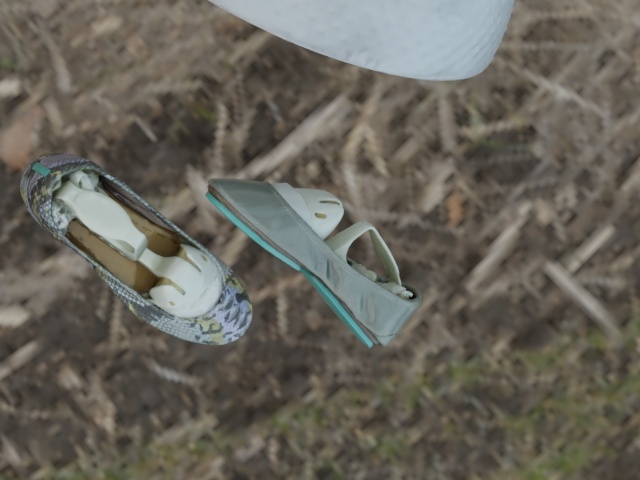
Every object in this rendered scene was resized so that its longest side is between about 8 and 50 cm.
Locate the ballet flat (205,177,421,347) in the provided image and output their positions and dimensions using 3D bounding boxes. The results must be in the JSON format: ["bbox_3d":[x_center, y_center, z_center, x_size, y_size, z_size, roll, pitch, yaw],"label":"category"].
[{"bbox_3d":[0.000,0.000,1.350,0.068,0.072,0.213,-46,129,0],"label":"ballet flat"}]

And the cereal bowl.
[{"bbox_3d":[0.012,-0.269,1.491,0.339,0.339,0.141,1,124,-42],"label":"cereal bowl"}]

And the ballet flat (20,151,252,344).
[{"bbox_3d":[-0.071,0.006,0.753,0.114,0.041,0.041,38,100,-17],"label":"ballet flat"}]
